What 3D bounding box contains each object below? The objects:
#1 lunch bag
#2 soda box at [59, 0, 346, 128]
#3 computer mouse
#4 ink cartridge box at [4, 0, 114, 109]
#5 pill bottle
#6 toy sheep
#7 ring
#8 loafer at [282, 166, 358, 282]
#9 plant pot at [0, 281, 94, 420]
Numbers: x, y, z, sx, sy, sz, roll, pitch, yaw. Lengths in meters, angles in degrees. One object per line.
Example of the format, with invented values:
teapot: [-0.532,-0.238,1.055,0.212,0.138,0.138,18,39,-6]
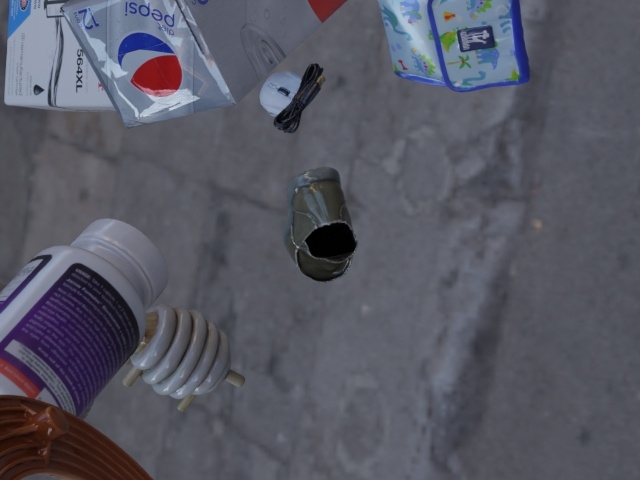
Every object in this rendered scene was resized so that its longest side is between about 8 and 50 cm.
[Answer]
lunch bag: [0.139,-0.224,1.511,0.151,0.096,0.129,16,139,34]
soda box: [-0.038,-0.185,0.987,0.098,0.286,0.091,-10,116,37]
computer mouse: [-0.053,-0.207,2.110,0.106,0.042,0.193,-60,19,-2]
ink cartridge box: [-0.239,-0.210,1.566,0.203,0.086,0.148,5,92,46]
pill bottle: [-0.200,0.072,1.135,0.108,0.108,0.193,-36,13,51]
toy sheep: [-0.127,0.104,1.353,0.091,0.132,0.091,-40,36,38]
ring: [-0.122,0.236,0.928,0.032,0.336,0.337,-34,49,14]
loafer: [0.000,0.000,1.965,0.251,0.094,0.087,79,175,-62]
plant pot: [-0.332,0.145,1.766,0.237,0.109,0.237,-21,-90,-85]
